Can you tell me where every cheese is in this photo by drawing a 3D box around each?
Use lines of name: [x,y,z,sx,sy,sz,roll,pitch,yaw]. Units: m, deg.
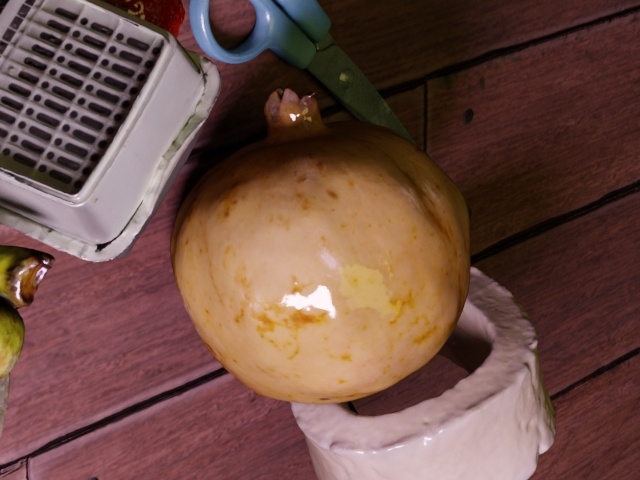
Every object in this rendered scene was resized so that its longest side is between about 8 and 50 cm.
cheese: [0.102,0.165,2.233,0.292,0.332,0.153,-25,126,-10]

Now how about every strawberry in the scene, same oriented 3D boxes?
strawberry: [-0.197,-0.211,1.890,0.148,0.131,0.131,-45,139,-64]

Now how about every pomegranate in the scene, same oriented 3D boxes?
pomegranate: [0.000,0.000,2.054,0.342,0.342,0.342,-20,118,-44]

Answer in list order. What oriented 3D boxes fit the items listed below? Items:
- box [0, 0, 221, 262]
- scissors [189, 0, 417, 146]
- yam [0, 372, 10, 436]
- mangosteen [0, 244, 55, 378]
box: [-0.254,-0.120,1.724,0.220,0.290,0.166,-61,161,-15]
scissors: [0.005,-0.206,2.191,0.447,0.029,0.192,44,70,-47]
yam: [-0.350,0.110,1.835,0.106,0.106,0.259,-25,122,-42]
mangosteen: [-0.405,0.083,1.589,0.359,0.306,0.306,-45,136,-6]
